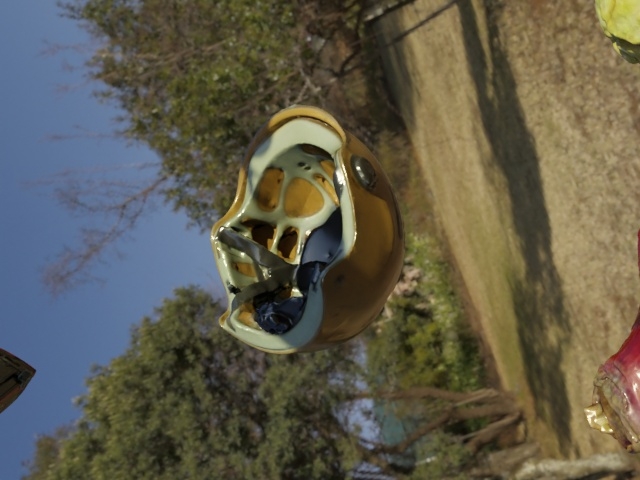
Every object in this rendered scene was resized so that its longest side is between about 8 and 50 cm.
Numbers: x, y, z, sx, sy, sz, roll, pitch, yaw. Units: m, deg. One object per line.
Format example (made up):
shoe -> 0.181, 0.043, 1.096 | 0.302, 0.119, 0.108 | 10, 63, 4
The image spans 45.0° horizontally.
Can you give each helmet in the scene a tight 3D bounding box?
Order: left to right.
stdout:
helmet -> 0.000, 0.000, 0.708 | 0.130, 0.198, 0.224 | 23, -125, -38

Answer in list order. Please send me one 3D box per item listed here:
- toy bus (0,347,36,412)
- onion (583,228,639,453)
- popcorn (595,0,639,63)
toy bus -> -0.521, 0.238, 1.179 | 0.081, 0.089, 0.195 | 32, -166, -1
onion -> 0.210, 0.013, 0.367 | 0.140, 0.218, 0.195 | 59, -162, 16
popcorn -> 0.228, -0.151, 0.455 | 0.106, 0.120, 0.116 | 59, -170, 18
